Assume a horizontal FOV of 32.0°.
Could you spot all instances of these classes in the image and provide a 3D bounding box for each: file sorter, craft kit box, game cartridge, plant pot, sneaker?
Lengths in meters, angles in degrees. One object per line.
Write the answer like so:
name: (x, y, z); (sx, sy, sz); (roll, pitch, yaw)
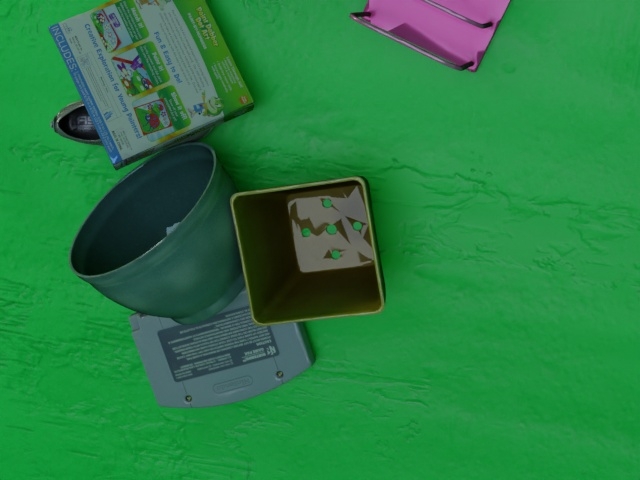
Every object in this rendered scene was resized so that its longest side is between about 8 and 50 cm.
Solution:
file sorter: (0.195, -0.417, 1.645); (0.202, 0.182, 0.290); (27, 107, 6)
craft kit box: (-0.268, -0.274, 1.779); (0.247, 0.061, 0.250); (-25, 85, -5)
game cartridge: (-0.167, 0.181, 1.927); (0.297, 0.062, 0.198); (-16, 102, 15)
plant pot: (-0.231, 0.012, 1.806); (0.293, 0.293, 0.196); (-28, 122, 17)
sneaker: (-0.309, -0.191, 1.842); (0.281, 0.115, 0.105); (-6, 101, 14)
plant pot: (0.000, 0.000, 1.778); (0.212, 0.187, 0.212); (-7, 101, 15)
